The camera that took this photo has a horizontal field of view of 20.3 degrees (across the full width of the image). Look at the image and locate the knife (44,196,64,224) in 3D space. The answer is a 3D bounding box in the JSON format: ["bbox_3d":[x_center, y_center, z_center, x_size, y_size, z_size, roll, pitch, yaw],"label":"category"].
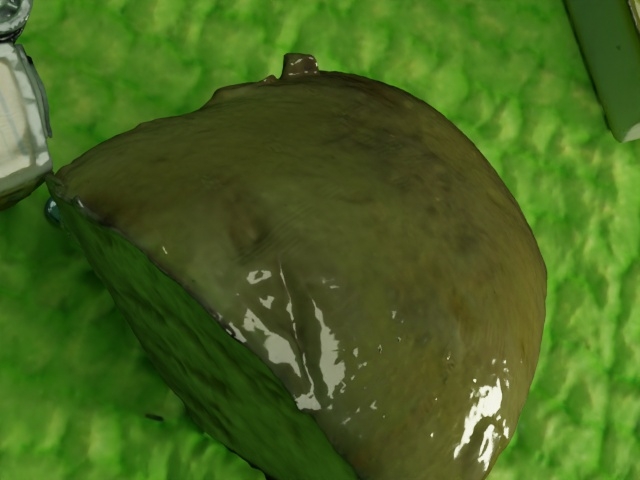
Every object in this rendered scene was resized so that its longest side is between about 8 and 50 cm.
[{"bbox_3d":[-0.109,-0.017,1.009,0.096,0.010,0.027,1,77,-23],"label":"knife"}]

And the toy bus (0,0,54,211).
[{"bbox_3d":[-0.251,-0.166,0.933,0.138,0.097,0.342,-25,90,-22],"label":"toy bus"}]

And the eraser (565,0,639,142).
[{"bbox_3d":[0.270,-0.166,1.197,0.226,0.069,0.158,-16,86,-29],"label":"eraser"}]

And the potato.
[{"bbox_3d":[0.029,-0.005,0.939,0.264,0.189,0.211,-42,124,-29],"label":"potato"}]
